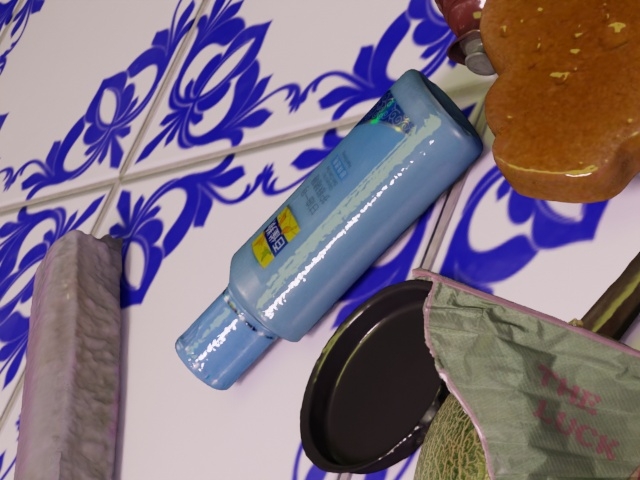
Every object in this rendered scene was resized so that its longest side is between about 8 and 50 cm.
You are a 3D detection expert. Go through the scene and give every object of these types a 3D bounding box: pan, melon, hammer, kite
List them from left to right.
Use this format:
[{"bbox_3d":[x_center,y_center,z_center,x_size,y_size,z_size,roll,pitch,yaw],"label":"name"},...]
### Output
[{"bbox_3d":[0.058,0.100,0.991,0.136,0.028,0.235,-54,26,0],"label":"pan"},{"bbox_3d":[0.112,0.119,0.780,0.139,0.139,0.192,-24,40,42],"label":"melon"},{"bbox_3d":[0.140,0.141,0.692,0.268,0.013,0.323,-19,74,-9],"label":"kite"},{"bbox_3d":[0.231,-0.046,0.900,0.297,0.027,0.125,-49,25,7],"label":"hammer"}]

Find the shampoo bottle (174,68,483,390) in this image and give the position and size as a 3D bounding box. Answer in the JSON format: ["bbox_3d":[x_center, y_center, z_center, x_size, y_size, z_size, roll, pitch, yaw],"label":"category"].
[{"bbox_3d":[0.000,0.000,1.150,0.258,0.061,0.104,-47,29,13],"label":"shampoo bottle"}]

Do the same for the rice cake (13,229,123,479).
[{"bbox_3d":[-0.199,0.131,1.294,0.070,0.064,0.399,-44,30,28],"label":"rice cake"}]

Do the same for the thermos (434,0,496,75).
[{"bbox_3d":[0.136,-0.208,1.149,0.124,0.099,0.232,3,56,17],"label":"thermos"}]

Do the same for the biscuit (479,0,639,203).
[{"bbox_3d":[0.188,-0.150,1.017,0.186,0.044,0.295,11,64,38],"label":"biscuit"}]
